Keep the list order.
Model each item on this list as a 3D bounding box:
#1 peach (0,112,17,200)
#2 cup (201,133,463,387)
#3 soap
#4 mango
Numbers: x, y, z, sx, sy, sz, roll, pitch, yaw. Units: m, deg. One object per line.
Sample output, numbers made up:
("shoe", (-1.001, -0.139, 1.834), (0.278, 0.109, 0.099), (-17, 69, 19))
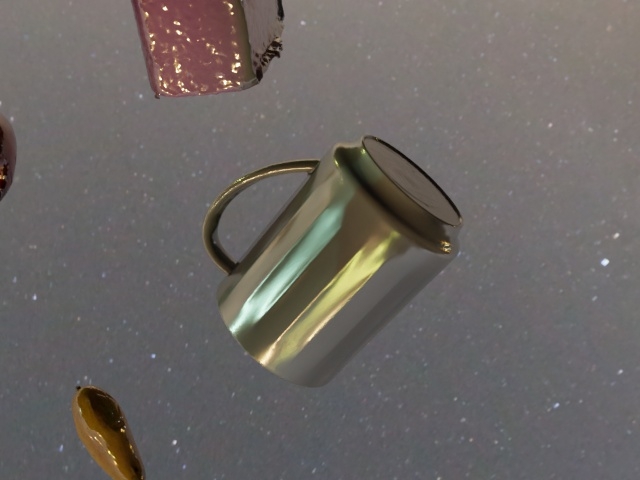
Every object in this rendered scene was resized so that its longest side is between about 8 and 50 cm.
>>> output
("peach", (-0.649, -0.142, 1.327), (0.196, 0.190, 0.226), (-6, -115, 18))
("cup", (0.000, 0.000, 1.091), (0.323, 0.327, 0.237), (40, -158, -2))
("soap", (-0.083, -0.245, 0.478), (0.081, 0.259, 0.181), (-4, -149, 6))
("mango", (-0.342, 0.315, 1.183), (0.075, 0.098, 0.190), (-34, -83, -27))
